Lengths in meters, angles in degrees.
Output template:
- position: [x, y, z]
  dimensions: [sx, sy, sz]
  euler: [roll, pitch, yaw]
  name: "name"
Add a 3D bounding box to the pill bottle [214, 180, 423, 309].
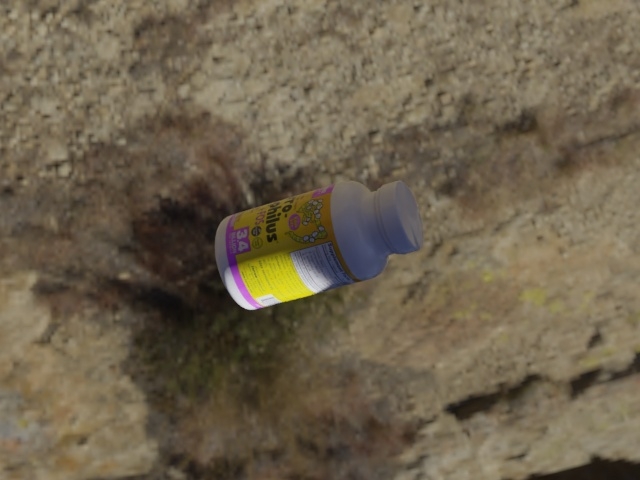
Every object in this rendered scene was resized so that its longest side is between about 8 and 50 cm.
- position: [0.000, 0.000, 0.558]
  dimensions: [0.083, 0.043, 0.043]
  euler: [-16, 144, 21]
  name: "pill bottle"
